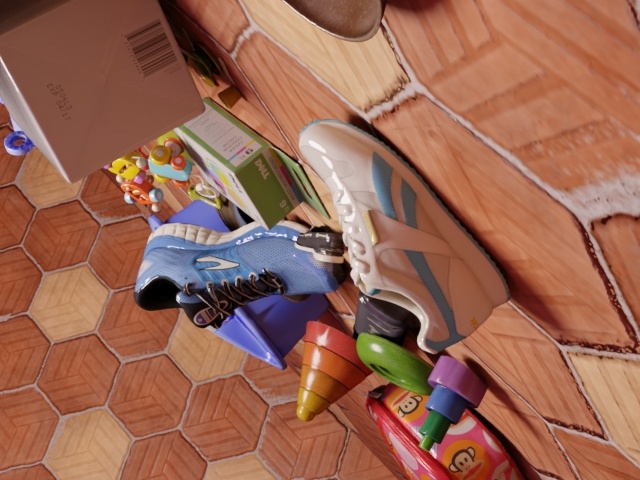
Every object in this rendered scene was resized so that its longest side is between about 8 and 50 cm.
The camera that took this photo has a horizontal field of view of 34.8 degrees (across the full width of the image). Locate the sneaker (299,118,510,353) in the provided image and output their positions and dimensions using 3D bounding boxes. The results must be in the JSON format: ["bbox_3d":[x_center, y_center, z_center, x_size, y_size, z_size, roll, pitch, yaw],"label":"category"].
[{"bbox_3d":[0.054,-0.009,0.868,0.229,0.092,0.087,48,171,10],"label":"sneaker"}]

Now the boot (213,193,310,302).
[{"bbox_3d":[-0.077,0.009,1.484,0.219,0.082,0.106,53,171,-14],"label":"boot"}]

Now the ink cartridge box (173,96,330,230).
[{"bbox_3d":[-0.088,-0.084,1.246,0.209,0.062,0.109,38,164,42],"label":"ink cartridge box"}]

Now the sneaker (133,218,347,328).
[{"bbox_3d":[-0.116,0.061,1.406,0.330,0.147,0.130,-3,138,30],"label":"sneaker"}]

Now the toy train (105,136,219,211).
[{"bbox_3d":[-0.208,-0.089,1.318,0.166,0.046,0.125,-4,150,38],"label":"toy train"}]

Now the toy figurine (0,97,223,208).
[{"bbox_3d":[-0.323,-0.141,1.408,0.362,0.217,0.191,37,140,23],"label":"toy figurine"}]

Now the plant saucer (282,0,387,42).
[{"bbox_3d":[-0.021,-0.207,0.606,0.198,0.036,0.198,46,169,12],"label":"plant saucer"}]

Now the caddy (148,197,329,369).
[{"bbox_3d":[-0.147,0.066,1.710,0.341,0.179,0.241,49,170,-6],"label":"caddy"}]

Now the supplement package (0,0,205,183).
[{"bbox_3d":[-0.287,-0.216,1.175,0.293,0.175,0.177,36,153,55],"label":"supplement package"}]

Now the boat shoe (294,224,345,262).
[{"bbox_3d":[0.000,0.000,1.263,0.046,0.038,0.125,8,-174,-15],"label":"boat shoe"}]

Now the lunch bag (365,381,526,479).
[{"bbox_3d":[0.182,0.312,1.470,0.258,0.120,0.293,43,167,46],"label":"lunch bag"}]

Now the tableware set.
[{"bbox_3d":[-0.145,-0.200,1.163,0.154,0.024,0.104,41,167,33],"label":"tableware set"}]

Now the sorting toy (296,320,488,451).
[{"bbox_3d":[0.065,0.196,1.295,0.127,0.126,0.365,37,165,-25],"label":"sorting toy"}]

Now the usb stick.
[{"bbox_3d":[0.077,0.109,1.319,0.077,0.045,0.278,42,168,11],"label":"usb stick"}]
